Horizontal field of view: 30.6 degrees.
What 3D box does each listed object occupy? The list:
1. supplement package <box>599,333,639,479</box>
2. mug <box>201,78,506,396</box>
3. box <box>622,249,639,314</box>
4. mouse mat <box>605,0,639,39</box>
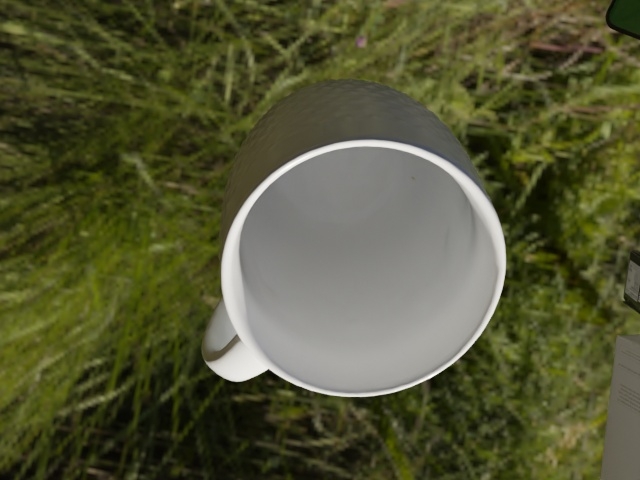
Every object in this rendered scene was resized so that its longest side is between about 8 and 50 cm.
[{"bbox_3d":[0.538,0.297,1.712,0.177,0.175,0.292,-149,-119,-64],"label":"supplement package"},{"bbox_3d":[0.000,0.000,1.266,0.374,0.276,0.328,-48,-161,16],"label":"mug"},{"bbox_3d":[0.529,0.082,1.420,0.307,0.243,0.076,-98,-166,-81],"label":"box"},{"bbox_3d":[0.341,-0.215,0.959,0.007,0.190,0.152,19,102,-51],"label":"mouse mat"}]
